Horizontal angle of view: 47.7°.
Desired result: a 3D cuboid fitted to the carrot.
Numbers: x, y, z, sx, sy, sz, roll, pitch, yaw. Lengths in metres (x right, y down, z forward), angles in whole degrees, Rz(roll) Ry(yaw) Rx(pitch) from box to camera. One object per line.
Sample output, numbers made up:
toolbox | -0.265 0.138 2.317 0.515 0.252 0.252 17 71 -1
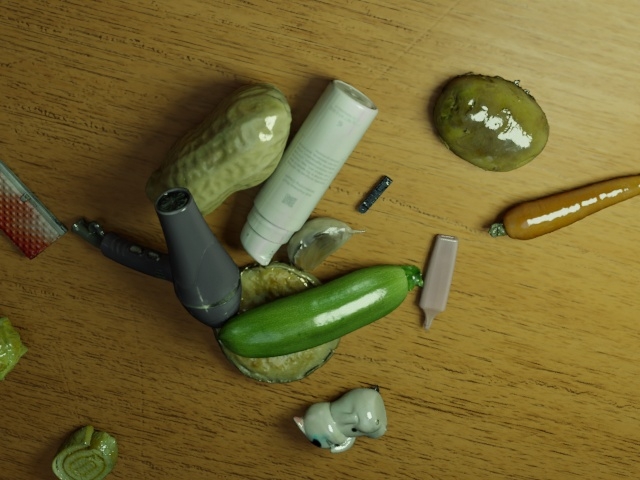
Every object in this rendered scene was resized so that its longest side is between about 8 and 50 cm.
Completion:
carrot | 0.456 -0.065 1.265 0.336 0.069 0.069 -19 111 10

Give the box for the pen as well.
pen | 0.221 0.083 1.370 0.053 0.032 0.197 10 112 0

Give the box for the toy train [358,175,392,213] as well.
toy train | 0.098 -0.082 1.314 0.017 0.017 0.083 38 111 -9

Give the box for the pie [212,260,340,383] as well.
pie | -0.090 0.163 1.420 0.274 0.055 0.274 2 114 4

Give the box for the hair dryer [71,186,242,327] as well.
hair dryer | -0.318 0.010 1.300 0.361 0.121 0.301 14 142 24

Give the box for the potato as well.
potato | 0.289 -0.194 1.215 0.200 0.081 0.164 24 113 -8

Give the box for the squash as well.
squash | 0.009 0.130 1.320 0.395 0.107 0.107 -19 113 -12

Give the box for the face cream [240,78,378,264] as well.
face cream | -0.032 -0.112 1.269 0.102 0.102 0.345 32 113 -9

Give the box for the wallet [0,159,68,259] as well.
wallet | -0.588 -0.063 1.385 0.103 0.020 0.196 -33 107 17

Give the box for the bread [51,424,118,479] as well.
bread | -0.513 0.475 1.594 0.156 0.064 0.117 -38 110 18

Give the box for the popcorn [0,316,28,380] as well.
popcorn | -0.675 0.221 1.460 0.135 0.162 0.141 -42 65 51

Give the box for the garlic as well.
garlic | -0.003 -0.005 1.337 0.152 0.066 0.084 -41 129 11

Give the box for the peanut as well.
peanut | -0.171 -0.142 1.246 0.313 0.152 0.152 -36 106 18

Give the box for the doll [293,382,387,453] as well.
doll | 0.047 0.366 1.469 0.181 0.107 0.110 -23 146 10
